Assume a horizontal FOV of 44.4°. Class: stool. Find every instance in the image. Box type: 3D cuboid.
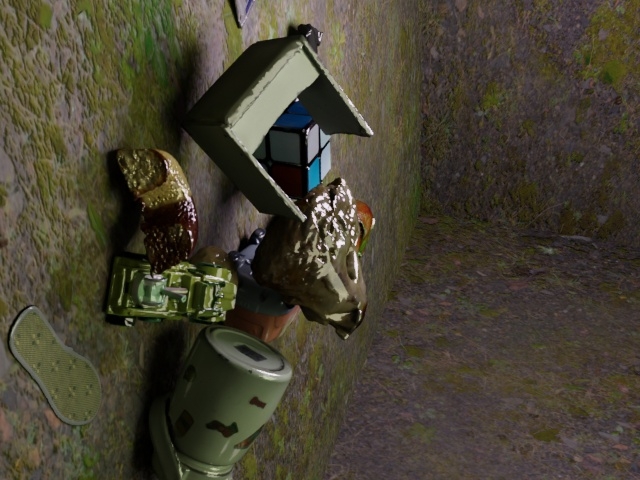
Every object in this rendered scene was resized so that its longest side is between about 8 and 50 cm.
[{"bbox_3d":[-0.082,-0.220,1.534,0.244,0.170,0.270,-51,123,-18],"label":"stool"}]

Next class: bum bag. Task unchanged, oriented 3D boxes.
[{"bbox_3d":[-0.058,-0.411,1.972,0.142,0.079,0.326,76,24,-69],"label":"bum bag"}]

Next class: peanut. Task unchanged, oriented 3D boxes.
[{"bbox_3d":[-0.229,0.088,1.607,0.141,0.109,0.159,62,37,-42],"label":"peanut"}]

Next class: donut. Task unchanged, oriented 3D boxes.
[{"bbox_3d":[-0.266,-0.066,1.335,0.141,0.085,0.217,-78,152,-75],"label":"donut"}]

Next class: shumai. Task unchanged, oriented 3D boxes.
[{"bbox_3d":[0.022,0.048,1.666,0.217,0.283,0.346,-45,175,35],"label":"shumai"}]

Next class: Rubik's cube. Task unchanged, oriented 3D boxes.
[{"bbox_3d":[-0.084,-0.213,1.800,0.167,0.183,0.180,-54,151,-53],"label":"Rubik's cube"}]

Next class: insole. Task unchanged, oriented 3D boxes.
[{"bbox_3d":[-0.413,0.209,1.248,0.322,0.007,0.109,79,26,-52],"label":"insole"}]

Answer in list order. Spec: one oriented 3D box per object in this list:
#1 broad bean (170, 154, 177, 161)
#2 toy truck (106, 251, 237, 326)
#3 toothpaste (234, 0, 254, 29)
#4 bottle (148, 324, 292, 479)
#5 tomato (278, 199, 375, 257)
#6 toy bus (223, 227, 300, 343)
[{"bbox_3d":[-0.285,-0.120,1.425,0.063,0.045,0.083,-50,153,-56],"label":"broad bean"},{"bbox_3d":[-0.248,0.099,1.416,0.259,0.135,0.128,11,87,-55],"label":"toy truck"},{"bbox_3d":[-0.160,-0.564,1.579,0.099,0.068,0.282,-41,159,-18],"label":"toothpaste"},{"bbox_3d":[-0.226,0.361,1.584,0.352,0.229,0.229,-63,166,10],"label":"bottle"},{"bbox_3d":[0.000,0.000,2.103,0.303,0.239,0.304,22,90,-81],"label":"tomato"},{"bbox_3d":[-0.120,0.123,1.870,0.288,0.194,0.232,-47,154,-58],"label":"toy bus"}]
